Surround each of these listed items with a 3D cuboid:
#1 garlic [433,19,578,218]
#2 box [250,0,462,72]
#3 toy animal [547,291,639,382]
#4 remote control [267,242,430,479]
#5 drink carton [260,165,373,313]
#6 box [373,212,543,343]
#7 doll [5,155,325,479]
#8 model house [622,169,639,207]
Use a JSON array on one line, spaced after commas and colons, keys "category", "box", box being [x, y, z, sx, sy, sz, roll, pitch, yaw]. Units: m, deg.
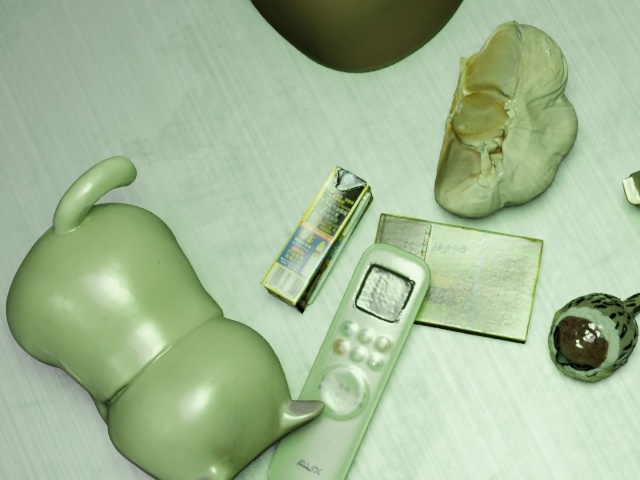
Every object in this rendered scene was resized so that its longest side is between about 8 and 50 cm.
[{"category": "garlic", "box": [0.222, -0.122, 1.588, 0.143, 0.178, 0.229, 24, 102, -18]}, {"category": "box", "box": [0.030, -0.375, 1.642, 0.301, 0.216, 0.301, -2, 75, 9]}, {"category": "toy animal", "box": [0.315, 0.095, 1.554, 0.137, 0.098, 0.098, -38, 75, -2]}, {"category": "remote control", "box": [0.035, 0.153, 1.591, 0.090, 0.038, 0.309, 25, 89, 12]}, {"category": "drink carton", "box": [0.000, 0.000, 1.632, 0.056, 0.071, 0.165, 32, 84, 10]}, {"category": "box", "box": [0.153, 0.043, 1.623, 0.193, 0.030, 0.121, 10, 78, 9]}, {"category": "doll", "box": [-0.192, 0.115, 1.568, 0.215, 0.226, 0.370, -33, 84, -32]}, {"category": "model house", "box": [0.523, -0.007, 1.524, 0.326, 0.169, 0.244, -17, 83, 6]}]
